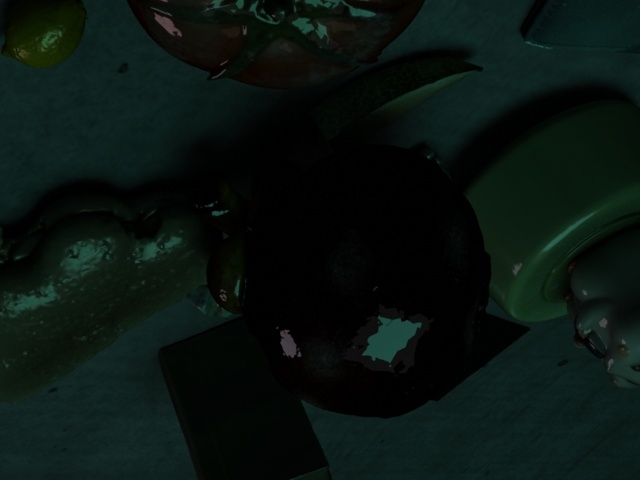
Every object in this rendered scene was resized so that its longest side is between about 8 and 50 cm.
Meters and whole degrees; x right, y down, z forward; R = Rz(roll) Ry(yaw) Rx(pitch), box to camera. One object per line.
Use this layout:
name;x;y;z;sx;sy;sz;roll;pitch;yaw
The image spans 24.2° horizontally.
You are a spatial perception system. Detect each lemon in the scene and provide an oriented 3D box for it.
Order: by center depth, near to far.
lemon;-0.245;-0.184;1.309;0.092;0.065;0.065;-26;148;20

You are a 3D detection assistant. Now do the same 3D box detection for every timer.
timer;0.341;0.043;1.748;0.290;0.315;0.291;-24;152;-14

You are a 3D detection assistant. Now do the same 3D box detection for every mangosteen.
mangosteen;0.032;0.043;1.546;0.293;0.297;0.297;-12;146;-1

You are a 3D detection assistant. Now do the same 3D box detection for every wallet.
wallet;0.384;-0.290;1.583;0.290;0.054;0.251;-3;140;-27

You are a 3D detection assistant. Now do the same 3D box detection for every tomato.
tomato;-0.034;-0.257;1.185;0.264;0.265;0.265;-17;146;-12

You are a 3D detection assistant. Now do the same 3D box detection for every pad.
pad;0.200;0.170;2.153;0.190;0.004;0.127;-41;144;24

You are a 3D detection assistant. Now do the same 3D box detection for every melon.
melon;0.083;-0.151;1.584;0.182;0.054;0.098;-32;153;12

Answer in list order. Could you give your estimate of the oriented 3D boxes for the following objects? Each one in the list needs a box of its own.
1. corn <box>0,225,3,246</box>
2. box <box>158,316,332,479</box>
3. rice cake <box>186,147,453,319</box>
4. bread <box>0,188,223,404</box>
corn;-0.464;0.011;1.414;0.319;0.097;0.097;-12;145;-22
box;-0.089;0.238;1.847;0.155;0.231;0.149;-21;147;-5
rice cake;0.000;0.000;1.727;0.336;0.063;0.066;-29;159;3
bread;-0.267;0.045;1.580;0.337;0.102;0.183;-33;148;7
